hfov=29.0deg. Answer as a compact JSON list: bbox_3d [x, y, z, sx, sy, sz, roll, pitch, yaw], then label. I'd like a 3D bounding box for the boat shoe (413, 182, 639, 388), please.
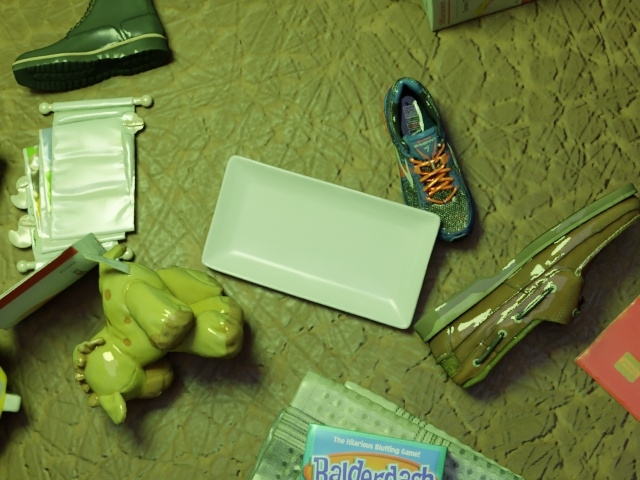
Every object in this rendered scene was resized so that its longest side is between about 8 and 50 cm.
[{"bbox_3d":[0.261,0.055,1.450,0.307,0.111,0.104,-36,81,7],"label":"boat shoe"}]

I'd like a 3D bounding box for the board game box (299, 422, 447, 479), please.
[{"bbox_3d":[0.048,0.321,1.387,0.160,0.047,0.210,8,81,7],"label":"board game box"}]

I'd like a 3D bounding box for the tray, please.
[{"bbox_3d":[0.000,0.000,1.505,0.270,0.030,0.145,17,98,9],"label":"tray"}]

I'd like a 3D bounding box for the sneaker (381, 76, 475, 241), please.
[{"bbox_3d":[0.125,-0.100,1.498,0.083,0.087,0.221,-23,77,1],"label":"sneaker"}]

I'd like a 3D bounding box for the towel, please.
[{"bbox_3d":[0.053,0.349,1.435,0.324,0.056,0.312,27,85,8],"label":"towel"}]

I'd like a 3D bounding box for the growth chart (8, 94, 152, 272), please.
[{"bbox_3d":[-0.307,-0.074,1.568,0.172,0.021,0.237,2,78,6],"label":"growth chart"}]

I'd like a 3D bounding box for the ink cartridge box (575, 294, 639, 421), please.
[{"bbox_3d":[0.492,0.144,1.422,0.261,0.066,0.296,-45,77,-6],"label":"ink cartridge box"}]

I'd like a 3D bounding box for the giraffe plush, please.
[{"bbox_3d":[-0.212,0.122,1.454,0.210,0.181,0.170,23,105,-13],"label":"giraffe plush"}]

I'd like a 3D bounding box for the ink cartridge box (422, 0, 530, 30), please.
[{"bbox_3d":[0.183,-0.322,1.526,0.198,0.115,0.067,-16,77,3],"label":"ink cartridge box"}]

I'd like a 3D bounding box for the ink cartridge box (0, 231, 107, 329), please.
[{"bbox_3d":[-0.329,0.056,1.453,0.145,0.179,0.045,-36,99,6],"label":"ink cartridge box"}]

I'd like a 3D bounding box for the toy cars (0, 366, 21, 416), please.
[{"bbox_3d":[-0.396,0.261,1.411,0.087,0.176,0.393,11,43,-18],"label":"toy cars"}]

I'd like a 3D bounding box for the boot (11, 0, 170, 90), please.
[{"bbox_3d":[-0.303,-0.276,1.592,0.198,0.077,0.137,-11,72,-10],"label":"boot"}]
